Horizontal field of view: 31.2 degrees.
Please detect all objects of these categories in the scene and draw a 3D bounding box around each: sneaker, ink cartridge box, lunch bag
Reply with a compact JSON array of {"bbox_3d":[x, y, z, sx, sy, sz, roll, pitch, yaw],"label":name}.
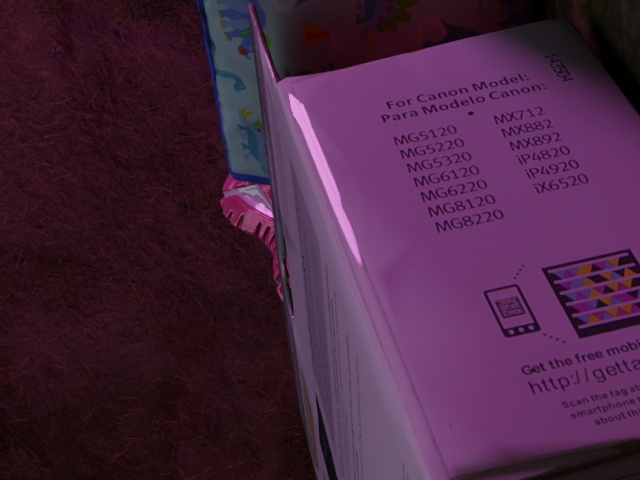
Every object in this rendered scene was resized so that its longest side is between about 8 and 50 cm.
[{"bbox_3d":[0.000,0.000,1.228,0.103,0.111,0.252,-54,51,25],"label":"sneaker"},{"bbox_3d":[0.066,0.075,0.510,0.309,0.130,0.272,86,169,-45],"label":"ink cartridge box"},{"bbox_3d":[0.020,-0.095,0.557,0.096,0.151,0.129,-109,9,-50],"label":"lunch bag"}]
